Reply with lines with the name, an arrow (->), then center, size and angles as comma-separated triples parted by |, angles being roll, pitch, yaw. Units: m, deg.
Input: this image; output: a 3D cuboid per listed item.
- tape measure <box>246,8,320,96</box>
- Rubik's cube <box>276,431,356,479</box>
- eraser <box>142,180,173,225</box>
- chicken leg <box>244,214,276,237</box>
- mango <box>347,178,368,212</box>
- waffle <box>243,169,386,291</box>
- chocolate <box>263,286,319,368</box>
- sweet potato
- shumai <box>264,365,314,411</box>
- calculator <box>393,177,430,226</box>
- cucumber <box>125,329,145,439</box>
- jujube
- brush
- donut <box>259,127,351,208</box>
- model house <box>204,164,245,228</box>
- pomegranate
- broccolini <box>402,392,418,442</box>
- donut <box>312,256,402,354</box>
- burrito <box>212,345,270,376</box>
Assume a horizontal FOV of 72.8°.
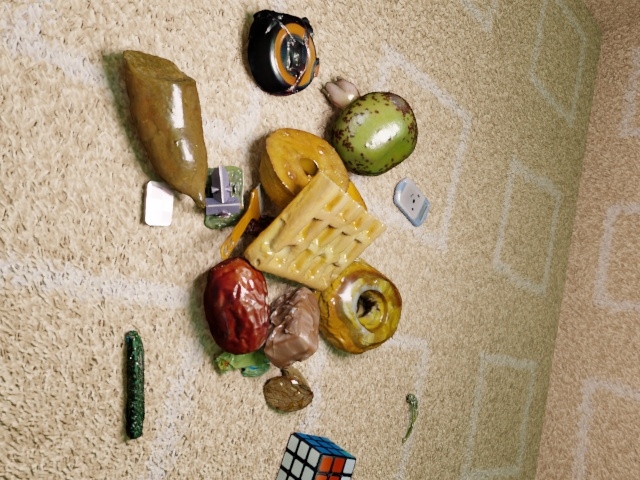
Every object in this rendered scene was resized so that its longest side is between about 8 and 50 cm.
tape measure -> -0.102, -0.517, 1.207 | 0.202, 0.135, 0.223 | -15, 107, -47
Rubik's cube -> -0.013, 0.699, 1.322 | 0.160, 0.162, 0.163 | 28, 73, -36
eraser -> -0.396, -0.089, 1.059 | 0.065, 0.026, 0.105 | 2, 90, -42
chicken leg -> -0.140, -0.027, 1.237 | 0.205, 0.093, 0.053 | 5, 128, -30
mango -> 0.078, -0.097, 1.381 | 0.153, 0.126, 0.252 | -25, 107, -47
waffle -> -0.001, -0.001, 1.183 | 0.304, 0.077, 0.348 | -47, 143, 11
chocolate -> -0.084, 0.237, 1.203 | 0.093, 0.148, 0.214 | 49, 23, -26
sweet potato -> -0.350, -0.253, 1.019 | 0.157, 0.157, 0.370 | -20, 111, -37
shumai -> -0.087, 0.447, 1.302 | 0.123, 0.139, 0.105 | -68, 166, 20
calculator -> 0.350, -0.145, 1.655 | 0.210, 0.039, 0.121 | 43, 68, -33
cucumber -> -0.440, 0.340, 1.034 | 0.044, 0.043, 0.257 | -1, 92, -44
jujube -> -0.210, 0.165, 1.121 | 0.183, 0.183, 0.243 | -22, 107, -36
brush -> -0.193, -0.052, 1.115 | 0.314, 0.017, 0.090 | -69, 160, -53
donut -> -0.052, -0.185, 1.229 | 0.277, 0.108, 0.278 | 21, 50, -27
model house -> -0.246, -0.114, 1.117 | 0.117, 0.088, 0.167 | -2, 93, -17
pomegranate -> 0.137, -0.371, 1.357 | 0.285, 0.285, 0.341 | -31, 85, -34
broccolini -> 0.350, 0.695, 1.688 | 0.054, 0.052, 0.194 | 16, 82, -35
donut -> 0.128, 0.220, 1.415 | 0.329, 0.160, 0.330 | -6, 101, -32
burrito -> -0.170, 0.337, 1.249 | 0.287, 0.054, 0.104 | -3, 96, -40
